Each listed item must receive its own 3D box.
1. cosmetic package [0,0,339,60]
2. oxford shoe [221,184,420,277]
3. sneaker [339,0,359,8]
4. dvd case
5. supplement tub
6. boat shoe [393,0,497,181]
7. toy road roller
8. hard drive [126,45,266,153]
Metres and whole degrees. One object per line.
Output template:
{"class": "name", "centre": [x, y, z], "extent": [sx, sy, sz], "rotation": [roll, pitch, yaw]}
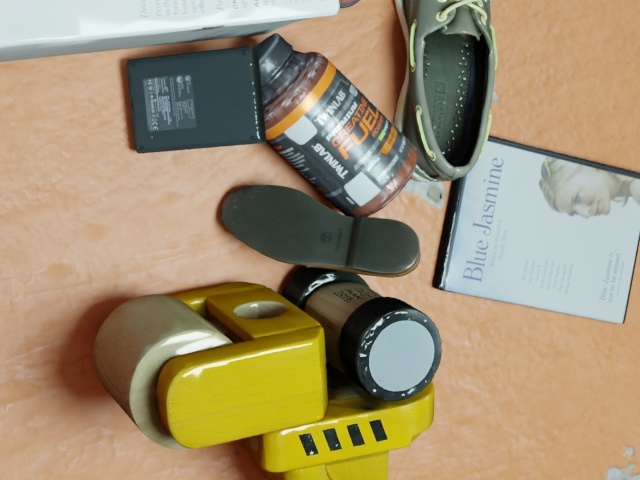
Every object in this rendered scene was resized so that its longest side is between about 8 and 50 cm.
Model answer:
{"class": "cosmetic package", "centre": [-0.201, -0.251, 1.168], "extent": [0.384, 0.217, 0.156], "rotation": [-11, 97, -20]}
{"class": "oxford shoe", "centre": [0.000, 0.000, 1.315], "extent": [0.212, 0.076, 0.076], "rotation": [17, 79, 13]}
{"class": "sneaker", "centre": [0.041, -0.374, 1.301], "extent": [0.097, 0.135, 0.276], "rotation": [9, 91, -24]}
{"class": "dvd case", "centre": [0.257, -0.012, 1.470], "extent": [0.253, 0.022, 0.180], "rotation": [11, 89, -22]}
{"class": "supplement tub", "centre": [0.000, -0.119, 1.314], "extent": [0.198, 0.106, 0.106], "rotation": [42, 78, -19]}
{"class": "boat shoe", "centre": [0.140, -0.214, 1.372], "extent": [0.109, 0.091, 0.305], "rotation": [2, 92, -23]}
{"class": "toy road roller", "centre": [-0.044, 0.170, 1.267], "extent": [0.329, 0.202, 0.241], "rotation": [-7, 106, -23]}
{"class": "hard drive", "centre": [-0.122, -0.137, 1.263], "extent": [0.135, 0.022, 0.094], "rotation": [-3, 96, 20]}
